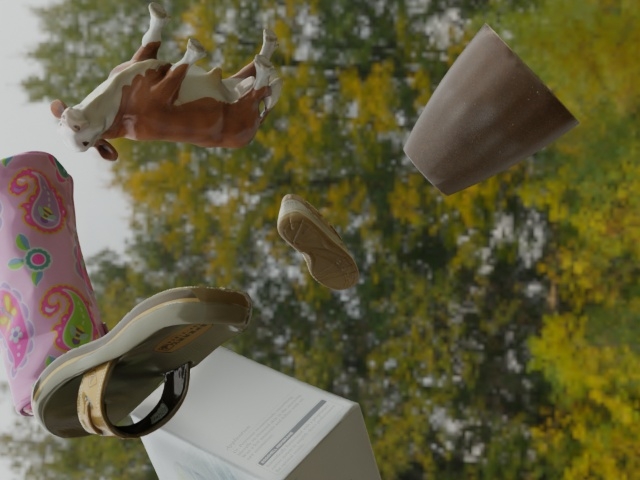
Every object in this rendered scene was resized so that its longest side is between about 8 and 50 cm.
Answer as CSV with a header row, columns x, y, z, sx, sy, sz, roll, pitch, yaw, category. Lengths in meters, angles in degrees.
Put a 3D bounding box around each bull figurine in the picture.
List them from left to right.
x,y,z,sx,sy,sz,roll,pitch,yaw,category
-0.177,-0.180,1.413,0.310,0.188,0.101,-2,-129,-48,bull figurine

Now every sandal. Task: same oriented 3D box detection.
x,y,z,sx,sy,sz,roll,pitch,yaw,category
-0.096,0.076,0.609,0.072,0.180,0.049,4,-118,-41,sandal

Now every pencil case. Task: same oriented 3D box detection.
x,y,z,sx,sy,sz,roll,pitch,yaw,category
-0.297,0.050,1.243,0.124,0.124,0.284,58,-168,-72,pencil case

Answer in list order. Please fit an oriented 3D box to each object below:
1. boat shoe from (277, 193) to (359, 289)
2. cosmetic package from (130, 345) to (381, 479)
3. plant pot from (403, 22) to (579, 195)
x,y,z,sx,sy,sz,roll,pitch,yaw,category
0.000,0.000,1.499,0.170,0.063,0.059,53,-157,-43,boat shoe
-0.060,0.263,1.277,0.138,0.225,0.224,-41,-48,-32,cosmetic package
0.249,-0.186,1.832,0.215,0.230,0.215,45,-167,-13,plant pot
